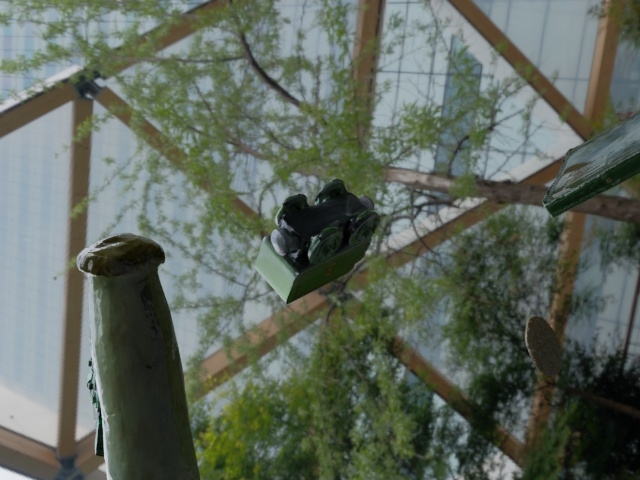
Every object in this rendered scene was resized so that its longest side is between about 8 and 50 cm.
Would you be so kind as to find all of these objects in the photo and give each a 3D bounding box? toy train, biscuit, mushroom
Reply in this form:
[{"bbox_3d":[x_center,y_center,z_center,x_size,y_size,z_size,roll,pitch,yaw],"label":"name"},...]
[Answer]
[{"bbox_3d":[-0.331,0.246,0.954,0.071,0.178,0.105,3,-72,-25],"label":"toy train"},{"bbox_3d":[0.000,0.000,1.469,0.307,0.173,0.249,-25,-31,-38],"label":"toy train"},{"bbox_3d":[0.421,0.198,1.139,0.120,0.015,0.120,22,-125,-36],"label":"biscuit"},{"bbox_3d":[-0.195,0.146,0.644,0.100,0.081,0.312,-7,-93,-48],"label":"mushroom"}]

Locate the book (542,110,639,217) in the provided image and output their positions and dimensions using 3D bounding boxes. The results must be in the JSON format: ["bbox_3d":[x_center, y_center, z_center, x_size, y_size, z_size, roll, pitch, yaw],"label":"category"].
[{"bbox_3d":[0.448,-0.159,0.701,0.043,0.371,0.260,55,-145,-3],"label":"book"}]
